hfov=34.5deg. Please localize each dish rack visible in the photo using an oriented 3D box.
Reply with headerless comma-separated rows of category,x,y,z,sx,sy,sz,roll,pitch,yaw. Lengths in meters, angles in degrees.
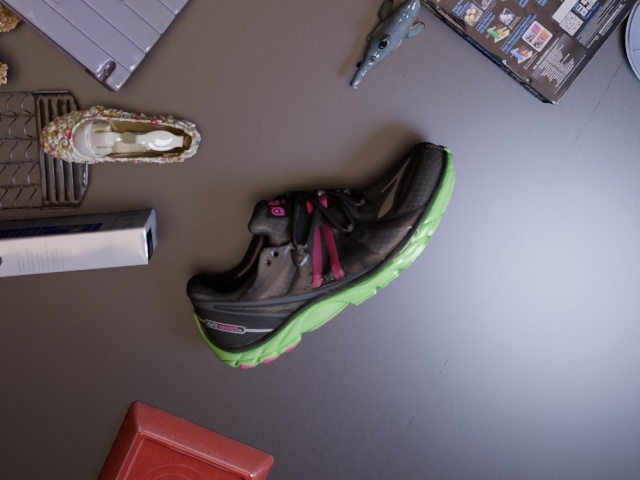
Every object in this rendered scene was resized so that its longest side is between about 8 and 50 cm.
dish rack,-0.494,-0.130,1.567,0.271,0.074,0.208,-2,102,-4

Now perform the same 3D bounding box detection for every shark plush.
shark plush,0.091,-0.308,1.574,0.161,0.067,0.073,-41,102,7

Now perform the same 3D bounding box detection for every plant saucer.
plant saucer,-0.243,0.430,1.705,0.258,0.048,0.259,24,98,-8

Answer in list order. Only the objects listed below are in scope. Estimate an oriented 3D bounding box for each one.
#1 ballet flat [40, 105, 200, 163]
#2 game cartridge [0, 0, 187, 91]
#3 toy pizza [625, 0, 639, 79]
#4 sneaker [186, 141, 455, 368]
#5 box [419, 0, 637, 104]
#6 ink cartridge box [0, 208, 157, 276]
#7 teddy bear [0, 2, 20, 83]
ballet flat,-0.296,-0.157,1.547,0.241,0.077,0.091,-4,100,-18
game cartridge,-0.366,-0.412,1.475,0.355,0.068,0.230,40,77,-24
toy pizza,0.577,-0.323,1.624,0.201,0.032,0.201,-1,101,-3
sneaker,0.000,0.000,1.570,0.483,0.185,0.202,-37,105,2
box,0.332,-0.411,1.570,0.293,0.073,0.295,36,97,-8
ink cartridge box,-0.418,0.005,1.551,0.332,0.165,0.065,-3,102,-3
teddy bear,-0.534,-0.350,1.518,0.245,0.113,0.338,38,88,-17
